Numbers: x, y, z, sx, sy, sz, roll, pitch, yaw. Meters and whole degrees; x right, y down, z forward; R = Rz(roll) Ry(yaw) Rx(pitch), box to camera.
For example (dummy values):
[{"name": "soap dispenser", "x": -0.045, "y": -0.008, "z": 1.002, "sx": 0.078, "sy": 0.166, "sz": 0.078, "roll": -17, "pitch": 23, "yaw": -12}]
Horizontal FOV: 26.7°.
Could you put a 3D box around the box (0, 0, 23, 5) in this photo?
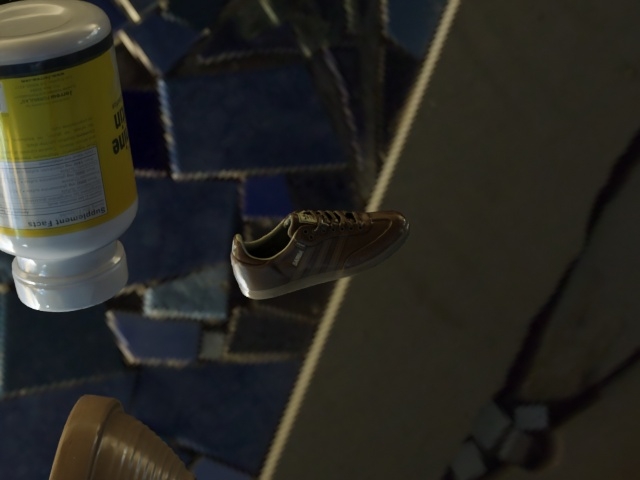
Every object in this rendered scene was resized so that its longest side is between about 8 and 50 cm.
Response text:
[{"name": "box", "x": -0.294, "y": -0.299, "z": 1.094, "sx": 0.322, "sy": 0.257, "sz": 0.079, "roll": -44, "pitch": -159, "yaw": -24}]

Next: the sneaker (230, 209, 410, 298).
[{"name": "sneaker", "x": 0.000, "y": 0.000, "z": 1.377, "sx": 0.188, "sy": 0.071, "sz": 0.066, "roll": -22, "pitch": -146, "yaw": -6}]

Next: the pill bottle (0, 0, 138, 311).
[{"name": "pill bottle", "x": -0.172, "y": -0.053, "z": 0.854, "sx": 0.103, "sy": 0.184, "sz": 0.103, "roll": -4, "pitch": -153, "yaw": 2}]

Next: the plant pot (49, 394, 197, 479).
[{"name": "plant pot", "x": -0.170, "y": 0.258, "z": 1.177, "sx": 0.110, "sy": 0.237, "sz": 0.237, "roll": 7, "pitch": -168, "yaw": 3}]
